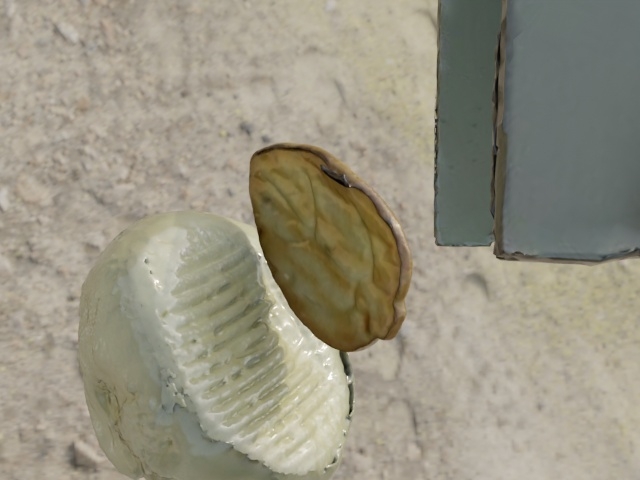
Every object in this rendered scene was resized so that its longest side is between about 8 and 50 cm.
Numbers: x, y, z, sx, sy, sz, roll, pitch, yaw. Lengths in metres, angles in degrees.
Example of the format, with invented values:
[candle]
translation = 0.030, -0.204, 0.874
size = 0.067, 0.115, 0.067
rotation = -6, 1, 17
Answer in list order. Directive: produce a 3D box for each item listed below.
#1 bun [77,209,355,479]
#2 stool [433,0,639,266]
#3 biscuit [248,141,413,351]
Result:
[bun]
translation = -0.130, 0.144, 1.342
size = 0.360, 0.211, 0.359
rotation = 35, 42, -39
[stool]
translation = 0.132, -0.124, 0.427
size = 0.170, 0.243, 0.269
rotation = 2, 90, 1
[biscuit]
translation = 0.004, -0.002, 1.261
size = 0.041, 0.203, 0.260
rotation = -19, 56, -35
